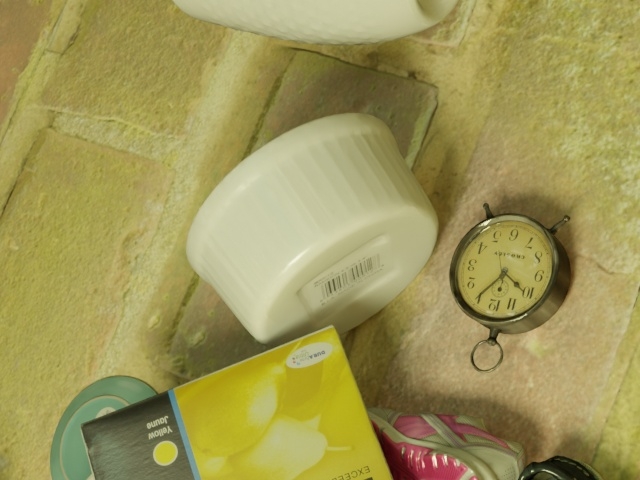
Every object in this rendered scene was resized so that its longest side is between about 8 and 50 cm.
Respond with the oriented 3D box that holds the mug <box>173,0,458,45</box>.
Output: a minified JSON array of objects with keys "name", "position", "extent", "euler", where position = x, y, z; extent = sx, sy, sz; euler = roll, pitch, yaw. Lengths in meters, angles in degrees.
[{"name":"mug","position":[0.033,-0.406,1.850],"extent":[0.328,0.276,0.374],"euler":[17,50,29]}]

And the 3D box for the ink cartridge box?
[{"name":"ink cartridge box","position":[-0.072,0.281,1.566],"extent":[0.303,0.072,0.307],"euler":[-21,61,-1]}]

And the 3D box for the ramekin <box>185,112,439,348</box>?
[{"name":"ramekin","position":[0.000,0.000,1.686],"extent":[0.277,0.277,0.135],"euler":[-40,64,11]}]

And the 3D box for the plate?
[{"name":"plate","position":[-0.274,0.261,1.890],"extent":[0.188,0.024,0.188],"euler":[-12,66,28]}]

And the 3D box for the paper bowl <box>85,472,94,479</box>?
[{"name":"paper bowl","position":[-0.158,0.379,1.699],"extent":[0.284,0.148,0.284],"euler":[-11,66,26]}]

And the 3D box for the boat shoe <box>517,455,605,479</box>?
[{"name":"boat shoe","position":[0.293,0.354,1.463],"extent":[0.127,0.113,0.340],"euler":[-32,58,16]}]

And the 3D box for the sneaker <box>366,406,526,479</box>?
[{"name":"sneaker","position":[0.127,0.239,1.624],"extent":[0.252,0.111,0.103],"euler":[19,118,51]}]

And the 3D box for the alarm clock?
[{"name":"alarm clock","position":[0.207,0.057,1.662],"extent":[0.129,0.064,0.192],"euler":[11,75,33]}]
